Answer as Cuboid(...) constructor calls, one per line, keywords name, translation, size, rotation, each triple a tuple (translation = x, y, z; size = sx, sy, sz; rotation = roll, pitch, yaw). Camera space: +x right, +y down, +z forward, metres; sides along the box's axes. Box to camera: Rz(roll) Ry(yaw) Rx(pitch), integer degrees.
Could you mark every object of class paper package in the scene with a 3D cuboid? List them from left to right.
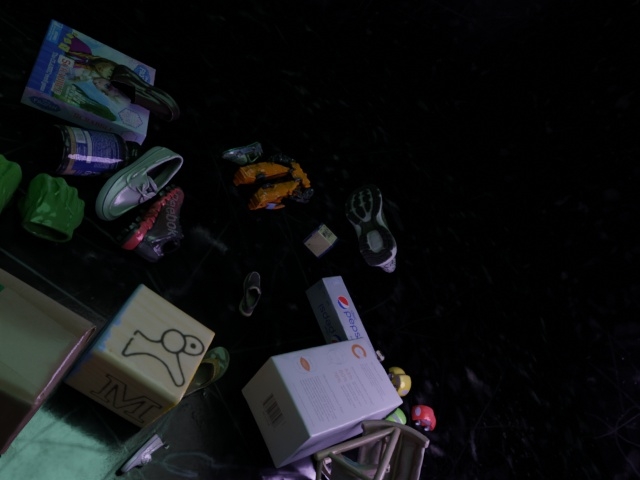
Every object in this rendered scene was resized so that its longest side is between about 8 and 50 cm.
Cuboid(name="paper package", translation=(-0.589, 0.172, 0.817), size=(0.325, 0.309, 0.168), rotation=(37, 39, -15))

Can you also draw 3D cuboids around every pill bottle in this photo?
Cuboid(name="pill bottle", translation=(-0.582, -0.225, 1.297), size=(0.219, 0.123, 0.122), rotation=(-1, 60, -51))

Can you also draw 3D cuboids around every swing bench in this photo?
Cuboid(name="swing bench", translation=(0.111, 0.588, 1.185), size=(0.165, 0.253, 0.255), rotation=(20, 21, 36))

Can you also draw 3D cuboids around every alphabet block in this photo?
Cuboid(name="alphabet block", translation=(-0.378, 0.246, 1.060), size=(0.197, 0.193, 0.192), rotation=(39, 41, -14))

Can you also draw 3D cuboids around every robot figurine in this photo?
Cuboid(name="robot figurine", translation=(-0.153, -0.201, 1.739), size=(0.291, 0.085, 0.211), rotation=(-19, 74, -50))

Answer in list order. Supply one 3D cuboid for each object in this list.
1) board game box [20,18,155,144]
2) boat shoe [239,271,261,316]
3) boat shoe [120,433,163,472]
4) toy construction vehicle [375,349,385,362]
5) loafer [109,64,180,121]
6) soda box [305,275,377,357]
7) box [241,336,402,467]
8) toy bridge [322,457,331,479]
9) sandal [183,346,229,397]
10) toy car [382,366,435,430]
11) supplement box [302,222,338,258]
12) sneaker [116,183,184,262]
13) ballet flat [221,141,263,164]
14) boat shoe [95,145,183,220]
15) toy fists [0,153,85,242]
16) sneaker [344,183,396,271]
Cuboid(name="board game box", translation=(-0.659, -0.458, 1.465), size=(0.318, 0.066, 0.318), rotation=(20, 47, -34))
Cuboid(name="boat shoe", translation=(-0.193, 0.148, 1.439), size=(0.056, 0.049, 0.152), rotation=(29, 42, -25))
Cuboid(name="boat shoe", translation=(-0.366, 0.447, 1.035), size=(0.035, 0.035, 0.100), rotation=(48, 31, 2))
Cuboid(name="toy construction vehicle", translation=(0.161, 0.384, 1.614), size=(0.098, 0.035, 0.086), rotation=(51, 49, 5))
Cuboid(name="loafer", translation=(-0.519, -0.415, 1.463), size=(0.220, 0.080, 0.078), rotation=(33, 50, -15))
Cuboid(name="soda box", translation=(0.061, 0.259, 1.560), size=(0.091, 0.098, 0.286), rotation=(-4, 62, -45))
Cuboid(name="box", translation=(0.009, 0.406, 1.303), size=(0.345, 0.168, 0.215), rotation=(0, 48, -44))
Cuboid(name="toy bridge", translation=(0.024, 0.578, 1.318), size=(0.063, 0.026, 0.188), rotation=(2, 58, -43))
Cuboid(name="sandal", translation=(-0.282, 0.317, 1.212), size=(0.072, 0.049, 0.180), rotation=(55, 38, 6))
Cuboid(name="toy car", translation=(0.265, 0.532, 1.573), size=(0.239, 0.053, 0.225), rotation=(55, 38, 7))
Cuboid(name="supplement box", translation=(0.000, 0.000, 1.725), size=(0.083, 0.083, 0.056), rotation=(45, 37, -5))
Cuboid(name="sneaker", translation=(-0.421, -0.042, 1.336), size=(0.135, 0.098, 0.276), rotation=(45, 33, -20))
Cuboid(name="ballet flat", translation=(-0.262, -0.296, 1.732), size=(0.070, 0.070, 0.188), rotation=(53, 41, 4))
Cuboid(name="boat shoe", translation=(-0.468, -0.146, 1.315), size=(0.088, 0.096, 0.267), rotation=(19, 50, 26))
Cuboid(name="toy fists", translation=(-0.681, -0.100, 1.129), size=(0.279, 0.096, 0.142), rotation=(23, 55, -33))
Cuboid(name="sneaker", translation=(0.207, -0.040, 1.963), size=(0.182, 0.158, 0.410), rotation=(55, 21, -51))
